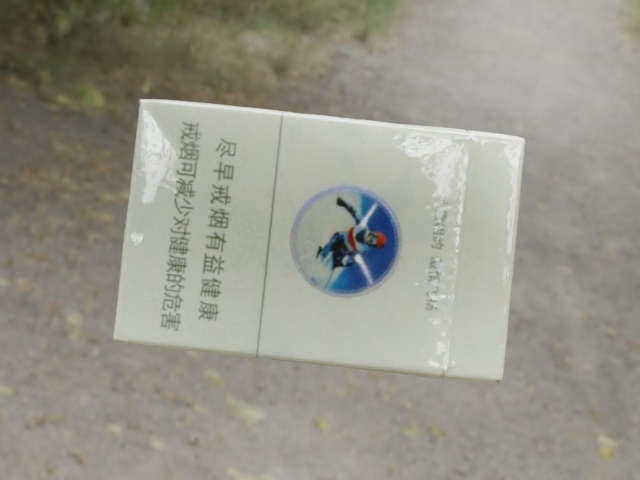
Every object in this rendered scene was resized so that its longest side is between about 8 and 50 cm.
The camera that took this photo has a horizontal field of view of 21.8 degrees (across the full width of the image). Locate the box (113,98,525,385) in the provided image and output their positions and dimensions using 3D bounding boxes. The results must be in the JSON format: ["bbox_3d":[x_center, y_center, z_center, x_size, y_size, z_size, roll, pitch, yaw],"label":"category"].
[{"bbox_3d":[0.000,0.000,1.107,0.256,0.164,0.069,6,-2,0],"label":"box"}]
